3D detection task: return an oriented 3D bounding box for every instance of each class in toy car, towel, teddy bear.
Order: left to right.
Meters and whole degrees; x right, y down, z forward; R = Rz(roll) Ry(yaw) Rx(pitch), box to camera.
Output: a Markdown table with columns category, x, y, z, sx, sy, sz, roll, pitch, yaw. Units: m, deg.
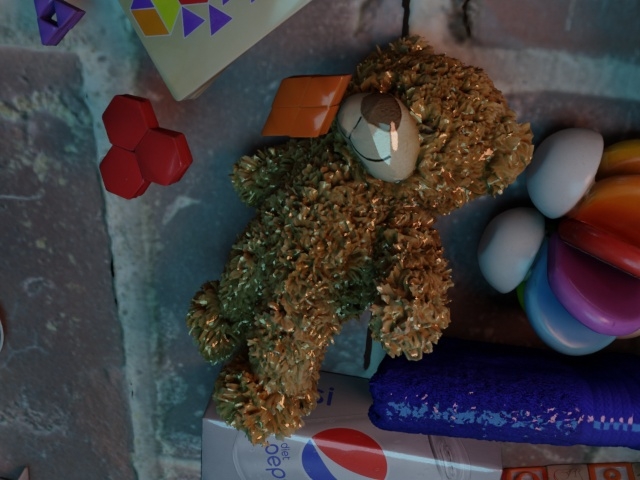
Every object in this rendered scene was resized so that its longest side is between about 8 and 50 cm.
| category | x | y | z | sx | sy | sz | roll | pitch | yaw |
| --- | --- | --- | --- | --- | --- | --- | --- | --- | --- |
| teddy bear | 0.000 | 0.000 | 0.626 | 0.113 | 0.245 | 0.338 | 23 | 133 | -35 |
| towel | 0.197 | 0.123 | 0.690 | 0.308 | 0.227 | 0.076 | 3 | 83 | 6 |
| toy car | 0.221 | 0.014 | 0.642 | 0.159 | 0.136 | 0.182 | 24 | 123 | -6 |

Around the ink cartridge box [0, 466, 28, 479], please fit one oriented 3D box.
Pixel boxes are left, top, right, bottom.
| category | x | y | z | sx | sy | sz | roll | pitch | yaw |
| --- | --- | --- | --- | --- | --- | --- | --- | --- | --- |
| ink cartridge box | -0.397 | 0.359 | 0.984 | 0.060 | 0.104 | 0.180 | 13 | 123 | 3 |

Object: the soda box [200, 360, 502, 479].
| category | x | y | z | sx | sy | sz | roll | pitch | yaw |
| --- | --- | --- | --- | --- | --- | --- | --- | --- | --- |
| soda box | 0.030 | 0.199 | 0.815 | 0.286 | 0.098 | 0.091 | 9 | 123 | 5 |

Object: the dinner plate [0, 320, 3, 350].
| category | x | y | z | sx | sy | sz | roll | pitch | yaw |
| --- | --- | --- | --- | --- | --- | --- | --- | --- | --- |
| dinner plate | -0.397 | 0.080 | 0.860 | 0.141 | 0.017 | 0.141 | 5 | 123 | 7 |

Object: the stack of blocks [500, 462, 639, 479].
| category | x | y | z | sx | sy | sz | roll | pitch | yaw |
| --- | --- | --- | --- | --- | --- | --- | --- | --- | --- |
| stack of blocks | 0.212 | 0.318 | 0.814 | 0.297 | 0.171 | 0.087 | -6 | 120 | 14 |

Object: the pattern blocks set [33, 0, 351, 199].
| category | x | y | z | sx | sy | sz | roll | pitch | yaw |
| --- | --- | --- | --- | --- | --- | --- | --- | --- | --- |
| pattern blocks set | -0.075 | -0.195 | 0.569 | 0.324 | 0.026 | 0.286 | -21 | 94 | 29 |
